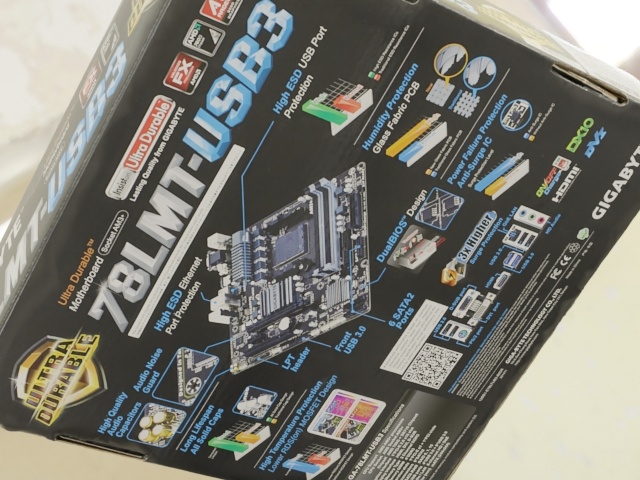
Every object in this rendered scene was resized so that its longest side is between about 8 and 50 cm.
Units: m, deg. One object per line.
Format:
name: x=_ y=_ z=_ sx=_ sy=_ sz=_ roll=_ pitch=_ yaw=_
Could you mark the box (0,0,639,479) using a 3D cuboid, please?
box: x=0.000 y=0.000 z=0.617 sx=0.295 sy=0.293 sz=0.073 roll=-59 pitch=30 yaw=21
